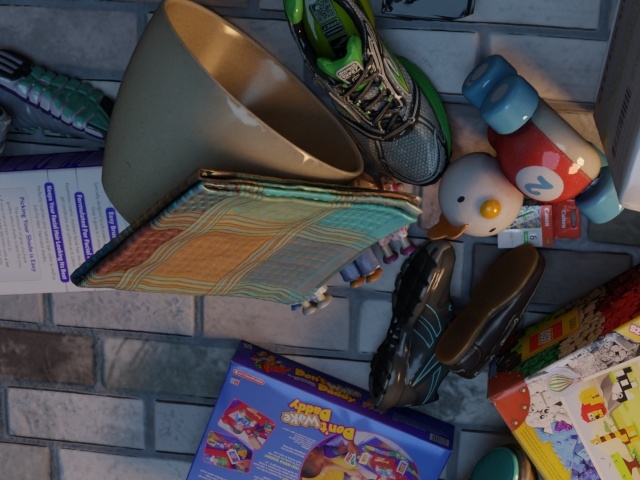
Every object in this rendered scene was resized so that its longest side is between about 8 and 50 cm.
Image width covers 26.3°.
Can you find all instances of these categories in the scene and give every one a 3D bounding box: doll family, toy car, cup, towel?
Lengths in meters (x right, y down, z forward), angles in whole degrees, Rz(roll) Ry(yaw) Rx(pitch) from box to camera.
[{"bbox_3d":[0.000,0.000,1.910,0.263,0.118,0.163,-27,104,18],"label":"doll family"},{"bbox_3d":[0.234,-0.073,1.782,0.219,0.210,0.238,40,102,-19],"label":"toy car"},{"bbox_3d":[-0.144,-0.115,1.761,0.331,0.331,0.237,40,105,-7],"label":"cup"},{"bbox_3d":[-0.083,0.005,1.685,0.271,0.370,0.040,-36,62,37],"label":"towel"}]

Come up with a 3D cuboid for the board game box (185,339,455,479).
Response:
[{"bbox_3d":[-0.004,0.324,2.055,0.347,0.078,0.233,22,112,0],"label":"board game box"}]

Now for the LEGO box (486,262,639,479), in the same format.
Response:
[{"bbox_3d":[0.520,0.284,1.895,0.372,0.193,0.500,-32,102,18],"label":"LEGO box"}]

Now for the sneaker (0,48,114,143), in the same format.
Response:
[{"bbox_3d":[-0.380,-0.181,1.937,0.223,0.083,0.098,29,131,4],"label":"sneaker"}]

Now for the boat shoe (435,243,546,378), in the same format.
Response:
[{"bbox_3d":[0.245,0.101,1.907,0.073,0.073,0.207,36,97,-34],"label":"boat shoe"}]

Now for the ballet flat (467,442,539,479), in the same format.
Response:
[{"bbox_3d":[0.251,0.395,1.987,0.124,0.116,0.342,16,139,-17],"label":"ballet flat"}]

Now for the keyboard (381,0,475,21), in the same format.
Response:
[{"bbox_3d":[0.116,-0.445,1.759,0.201,0.033,0.317,7,105,2],"label":"keyboard"}]

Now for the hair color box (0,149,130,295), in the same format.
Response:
[{"bbox_3d":[-0.377,-0.027,1.967,0.338,0.110,0.185,-2,108,11],"label":"hair color box"}]

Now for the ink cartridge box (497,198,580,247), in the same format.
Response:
[{"bbox_3d":[0.302,-0.024,1.902,0.115,0.029,0.063,-2,111,10],"label":"ink cartridge box"}]

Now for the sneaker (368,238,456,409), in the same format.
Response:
[{"bbox_3d":[0.151,0.121,1.960,0.106,0.101,0.267,10,113,-18],"label":"sneaker"}]

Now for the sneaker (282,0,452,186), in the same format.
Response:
[{"bbox_3d":[0.050,-0.208,1.810,0.134,0.146,0.343,-33,103,19],"label":"sneaker"}]

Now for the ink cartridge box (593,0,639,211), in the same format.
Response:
[{"bbox_3d":[0.443,-0.212,1.620,0.160,0.385,0.279,11,112,1],"label":"ink cartridge box"}]

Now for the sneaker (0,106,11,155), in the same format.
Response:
[{"bbox_3d":[-0.530,-0.232,1.896,0.281,0.105,0.115,43,132,-5],"label":"sneaker"}]
